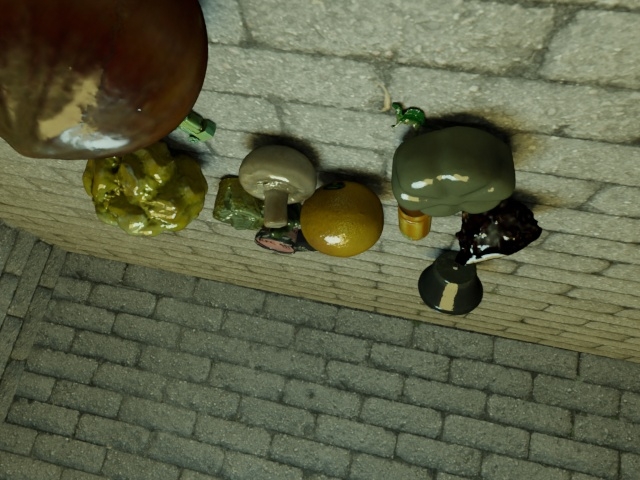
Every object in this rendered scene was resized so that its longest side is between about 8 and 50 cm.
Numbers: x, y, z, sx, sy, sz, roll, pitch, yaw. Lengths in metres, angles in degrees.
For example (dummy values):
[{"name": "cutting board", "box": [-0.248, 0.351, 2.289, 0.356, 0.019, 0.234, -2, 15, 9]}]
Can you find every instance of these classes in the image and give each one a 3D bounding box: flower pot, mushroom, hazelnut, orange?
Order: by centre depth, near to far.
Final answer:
[{"name": "hazelnut", "box": [-0.379, -0.307, 0.757, 0.409, 0.359, 0.359, 7, 165, -12]}, {"name": "mushroom", "box": [-0.112, -0.133, 1.295, 0.207, 0.215, 0.207, 3, 160, 1]}, {"name": "orange", "box": [0.062, -0.060, 1.388, 0.236, 0.236, 0.236, 12, 163, 4]}, {"name": "flower pot", "box": [0.471, 0.134, 1.787, 0.235, 0.235, 0.148, 9, 145, 11]}]

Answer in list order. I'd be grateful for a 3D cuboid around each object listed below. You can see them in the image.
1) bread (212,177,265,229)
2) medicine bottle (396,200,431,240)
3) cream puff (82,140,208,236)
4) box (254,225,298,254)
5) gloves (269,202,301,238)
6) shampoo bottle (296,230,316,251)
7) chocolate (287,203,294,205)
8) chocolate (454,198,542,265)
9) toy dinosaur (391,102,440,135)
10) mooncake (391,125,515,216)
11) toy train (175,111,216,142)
[{"name": "bread", "box": [-0.253, -0.104, 1.646, 0.186, 0.124, 0.257, 14, 165, -6]}, {"name": "medicine bottle", "box": [0.266, -0.072, 1.415, 0.096, 0.096, 0.192, 8, 163, 14]}, {"name": "cream puff", "box": [-0.486, -0.180, 1.402, 0.324, 0.291, 0.257, 20, 138, 26]}, {"name": "box", "box": [-0.142, -0.037, 1.765, 0.151, 0.135, 0.151, 14, 161, 5]}, {"name": "gloves", "box": [-0.108, -0.073, 1.573, 0.107, 0.135, 0.268, 27, -173, 0]}, {"name": "shampoo bottle", "box": [0.000, 0.000, 1.895, 0.309, 0.071, 0.098, -4, 154, 39]}, {"name": "chocolate", "box": [-0.100, -0.148, 1.466, 0.125, 0.080, 0.149, 1, 158, 36]}, {"name": "chocolate", "box": [0.435, -0.068, 1.301, 0.224, 0.206, 0.177, -17, 104, 41]}, {"name": "toy dinosaur", "box": [0.195, -0.246, 1.029, 0.120, 0.029, 0.060, 15, 152, -9]}, {"name": "mooncake", "box": [0.284, -0.139, 1.093, 0.275, 0.135, 0.275, 4, 166, 1]}, {"name": "toy train", "box": [-0.321, -0.284, 1.241, 0.081, 0.050, 0.122, -8, 154, 39]}]
